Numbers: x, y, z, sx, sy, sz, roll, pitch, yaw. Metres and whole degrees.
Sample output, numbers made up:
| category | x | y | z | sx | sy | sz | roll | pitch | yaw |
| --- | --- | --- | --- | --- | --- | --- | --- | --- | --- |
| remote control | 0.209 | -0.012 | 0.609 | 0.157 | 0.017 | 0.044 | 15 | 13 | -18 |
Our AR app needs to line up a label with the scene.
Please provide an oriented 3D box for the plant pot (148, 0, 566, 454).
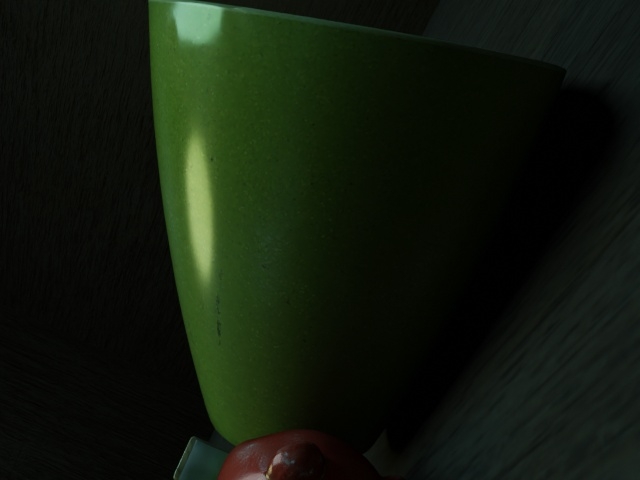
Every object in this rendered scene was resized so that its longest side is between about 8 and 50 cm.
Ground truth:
| category | x | y | z | sx | sy | sz | roll | pitch | yaw |
| --- | --- | --- | --- | --- | --- | --- | --- | --- | --- |
| plant pot | 0.000 | 0.000 | 0.492 | 0.275 | 0.275 | 0.293 | -79 | -1 | -75 |

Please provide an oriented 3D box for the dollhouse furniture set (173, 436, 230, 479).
| category | x | y | z | sx | sy | sz | roll | pitch | yaw |
| --- | --- | --- | --- | --- | --- | --- | --- | --- | --- |
| dollhouse furniture set | -0.123 | 0.299 | 0.763 | 0.197 | 0.151 | 0.301 | -67 | 5 | -27 |

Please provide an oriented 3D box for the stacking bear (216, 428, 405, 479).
| category | x | y | z | sx | sy | sz | roll | pitch | yaw |
| --- | --- | --- | --- | --- | --- | --- | --- | --- | --- |
| stacking bear | -0.064 | 0.239 | 0.405 | 0.289 | 0.175 | 0.164 | -55 | 27 | 7 |
